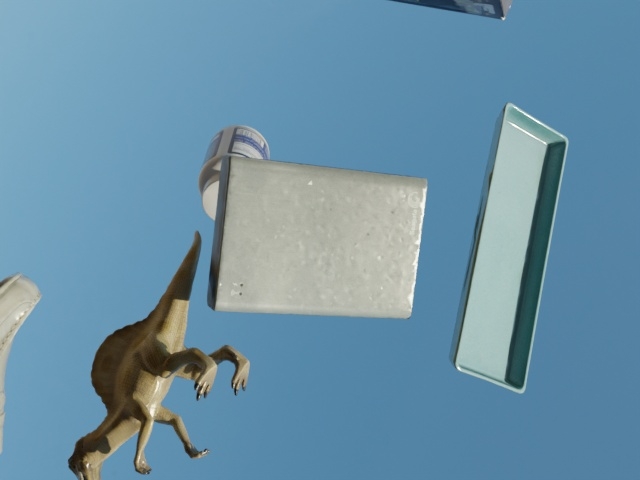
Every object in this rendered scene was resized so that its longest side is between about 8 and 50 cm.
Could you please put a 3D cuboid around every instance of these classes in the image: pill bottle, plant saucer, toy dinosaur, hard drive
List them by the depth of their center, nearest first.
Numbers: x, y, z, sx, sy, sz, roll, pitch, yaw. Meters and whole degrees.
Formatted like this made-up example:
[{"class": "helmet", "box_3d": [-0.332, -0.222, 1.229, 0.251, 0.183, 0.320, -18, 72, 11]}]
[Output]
[{"class": "toy dinosaur", "box_3d": [-0.095, 0.071, 0.507, 0.092, 0.053, 0.183, 15, -109, 25]}, {"class": "hard drive", "box_3d": [0.000, 0.000, 0.533, 0.022, 0.135, 0.094, -161, -103, -67]}, {"class": "plant saucer", "box_3d": [0.130, 0.004, 0.581, 0.018, 0.067, 0.192, -11, -119, 55]}, {"class": "pill bottle", "box_3d": [-0.125, -0.093, 1.207, 0.094, 0.094, 0.169, -37, -158, 20]}]

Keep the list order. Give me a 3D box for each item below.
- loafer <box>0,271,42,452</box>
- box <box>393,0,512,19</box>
[{"class": "loafer", "box_3d": [-0.376, 0.183, 0.876, 0.319, 0.111, 0.112, -58, -167, -1]}, {"class": "box", "box_3d": [0.057, -0.433, 0.991, 0.318, 0.395, 0.097, 16, -105, 25]}]
